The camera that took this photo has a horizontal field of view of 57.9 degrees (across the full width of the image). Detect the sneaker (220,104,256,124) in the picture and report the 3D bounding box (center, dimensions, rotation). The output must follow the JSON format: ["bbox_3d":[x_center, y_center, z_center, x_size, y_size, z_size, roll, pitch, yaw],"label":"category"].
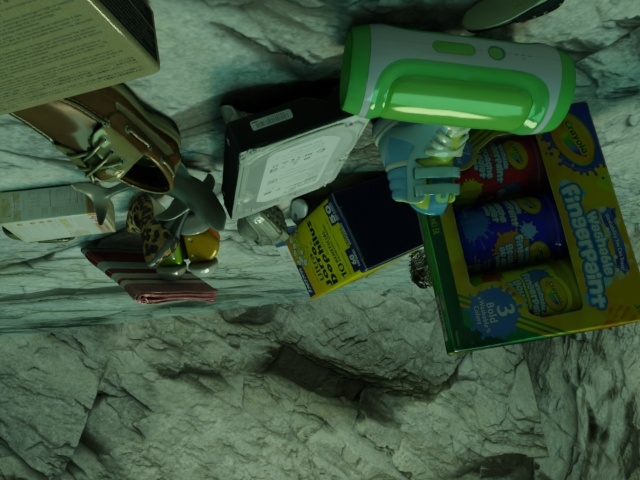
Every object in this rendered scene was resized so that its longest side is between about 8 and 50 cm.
[{"bbox_3d":[-0.121,-0.192,0.953,0.061,0.054,0.152,-23,170,5],"label":"sneaker"}]

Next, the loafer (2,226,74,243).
[{"bbox_3d":[-0.622,-0.022,1.282,0.147,0.056,0.050,9,160,-28],"label":"loafer"}]

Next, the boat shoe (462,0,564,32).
[{"bbox_3d":[0.253,-0.301,0.754,0.132,0.049,0.042,-19,157,18],"label":"boat shoe"}]

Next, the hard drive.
[{"bbox_3d":[-0.055,-0.145,1.029,0.236,0.064,0.339,-22,171,-17],"label":"hard drive"}]

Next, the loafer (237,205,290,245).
[{"bbox_3d":[-0.152,-0.039,1.422,0.111,0.112,0.319,-19,167,2],"label":"loafer"}]

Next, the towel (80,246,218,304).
[{"bbox_3d":[-0.453,0.089,1.516,0.237,0.037,0.329,5,-165,-47],"label":"towel"}]

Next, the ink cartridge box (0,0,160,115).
[{"bbox_3d":[-0.314,-0.222,0.586,0.234,0.088,0.193,-11,165,9],"label":"ink cartridge box"}]

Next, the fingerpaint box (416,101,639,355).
[{"bbox_3d":[0.400,-0.019,1.182,0.370,0.445,0.163,-10,166,4],"label":"fingerpaint box"}]

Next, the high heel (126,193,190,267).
[{"bbox_3d":[-0.370,-0.007,1.206,0.261,0.186,0.093,-18,132,42],"label":"high heel"}]

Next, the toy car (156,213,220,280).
[{"bbox_3d":[-0.341,0.006,1.460,0.181,0.159,0.136,-7,-156,0],"label":"toy car"}]

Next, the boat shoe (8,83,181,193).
[{"bbox_3d":[-0.306,-0.146,0.838,0.122,0.120,0.324,-15,166,21],"label":"boat shoe"}]

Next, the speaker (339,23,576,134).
[{"bbox_3d":[0.180,-0.216,0.786,0.296,0.131,0.131,5,165,-6],"label":"speaker"}]

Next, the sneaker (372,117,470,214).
[{"bbox_3d":[0.216,-0.162,0.965,0.127,0.208,0.319,-2,163,-27],"label":"sneaker"}]

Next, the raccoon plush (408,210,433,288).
[{"bbox_3d":[0.299,-0.056,1.704,0.216,0.299,0.446,-27,-163,7],"label":"raccoon plush"}]

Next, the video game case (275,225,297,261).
[{"bbox_3d":[0.000,0.000,1.808,0.269,0.061,0.244,-10,168,0],"label":"video game case"}]

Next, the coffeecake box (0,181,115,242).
[{"bbox_3d":[-0.526,-0.055,1.174,0.185,0.068,0.142,-7,166,-11],"label":"coffeecake box"}]

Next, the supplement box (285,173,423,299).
[{"bbox_3d":[0.077,-0.001,1.476,0.195,0.194,0.356,-21,172,-26],"label":"supplement box"}]

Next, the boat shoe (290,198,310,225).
[{"bbox_3d":[-0.047,-0.080,1.487,0.040,0.049,0.142,-38,174,-18],"label":"boat shoe"}]

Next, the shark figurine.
[{"bbox_3d":[-0.306,-0.113,1.102,0.278,0.166,0.116,7,140,1],"label":"shark figurine"}]
